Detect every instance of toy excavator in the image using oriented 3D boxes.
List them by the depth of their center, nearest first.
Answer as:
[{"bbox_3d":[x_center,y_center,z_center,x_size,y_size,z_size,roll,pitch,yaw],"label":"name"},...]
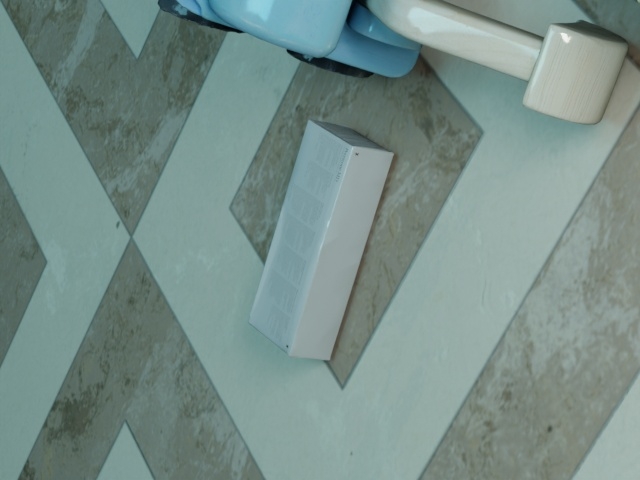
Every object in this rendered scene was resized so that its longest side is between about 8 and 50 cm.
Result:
[{"bbox_3d":[0.052,-0.241,1.885,0.445,0.433,0.222,-97,26,-73],"label":"toy excavator"}]

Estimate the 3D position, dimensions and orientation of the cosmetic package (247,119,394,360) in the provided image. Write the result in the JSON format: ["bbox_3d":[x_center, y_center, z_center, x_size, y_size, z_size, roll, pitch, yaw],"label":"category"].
[{"bbox_3d":[0.000,0.000,2.084,0.099,0.060,0.239,37,114,55],"label":"cosmetic package"}]

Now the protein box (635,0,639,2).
[{"bbox_3d":[0.333,-0.285,1.532,0.136,0.201,0.200,54,127,45],"label":"protein box"}]
